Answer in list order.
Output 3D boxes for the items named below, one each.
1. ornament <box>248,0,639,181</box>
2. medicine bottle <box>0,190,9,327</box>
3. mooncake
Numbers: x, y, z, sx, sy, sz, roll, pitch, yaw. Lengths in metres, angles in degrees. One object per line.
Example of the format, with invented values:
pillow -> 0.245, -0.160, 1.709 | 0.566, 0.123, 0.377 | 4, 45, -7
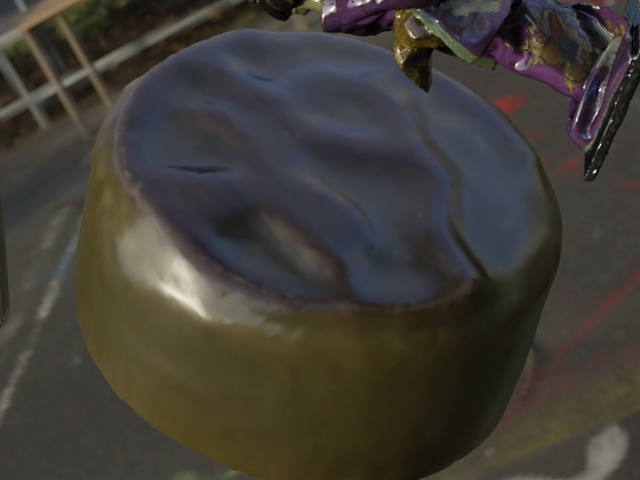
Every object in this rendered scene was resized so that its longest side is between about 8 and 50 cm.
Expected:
ornament -> 0.058, -0.112, 0.813 | 0.203, 0.088, 0.081 | 19, 33, 6
medicine bottle -> -0.261, 0.019, 1.037 | 0.132, 0.188, 0.088 | -4, 13, -9
mooncake -> 0.000, 0.000, 0.995 | 0.284, 0.284, 0.155 | -46, -19, -44
